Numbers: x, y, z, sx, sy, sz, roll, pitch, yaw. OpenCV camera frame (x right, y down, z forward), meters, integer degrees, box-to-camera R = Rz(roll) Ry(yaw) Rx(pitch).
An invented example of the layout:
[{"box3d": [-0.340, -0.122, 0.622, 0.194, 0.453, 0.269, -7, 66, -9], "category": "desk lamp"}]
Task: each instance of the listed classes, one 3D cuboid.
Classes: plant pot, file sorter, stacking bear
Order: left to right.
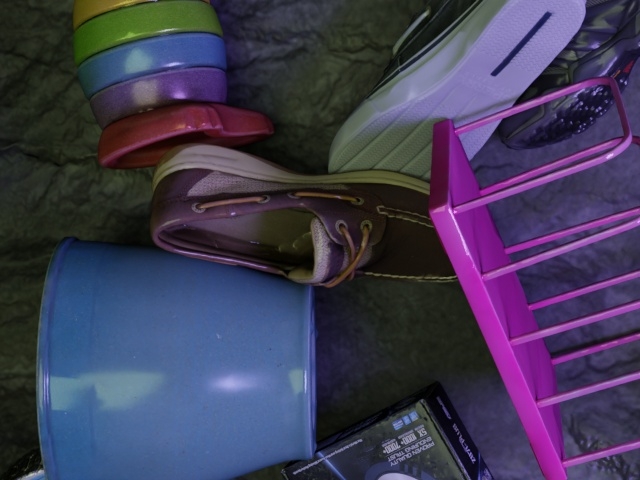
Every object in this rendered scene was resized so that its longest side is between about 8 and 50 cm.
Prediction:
[{"box3d": [-0.175, -0.230, 1.419, 0.164, 0.175, 0.289, -14, 85, 25], "category": "stacking bear"}, {"box3d": [-0.131, 0.130, 1.415, 0.255, 0.271, 0.272, -1, 99, 1], "category": "plant pot"}, {"box3d": [0.236, 0.026, 1.266, 0.182, 0.202, 0.291, -19, 112, 15], "category": "file sorter"}]

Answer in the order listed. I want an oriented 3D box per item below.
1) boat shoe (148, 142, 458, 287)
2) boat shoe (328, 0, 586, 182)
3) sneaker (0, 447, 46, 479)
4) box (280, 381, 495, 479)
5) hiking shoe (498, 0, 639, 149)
[{"box3d": [0.000, 0.000, 1.364, 0.342, 0.123, 0.123, 14, 128, -10], "category": "boat shoe"}, {"box3d": [0.128, -0.168, 1.355, 0.121, 0.119, 0.335, 25, 132, -30], "category": "boat shoe"}, {"box3d": [-0.340, 0.298, 1.604, 0.162, 0.063, 0.073, -38, 104, 22], "category": "sneaker"}, {"box3d": [0.075, 0.255, 1.454, 0.180, 0.077, 0.147, -29, 90, 18], "category": "box"}, {"box3d": [0.245, -0.186, 1.344, 0.227, 0.086, 0.114, -45, 64, 20], "category": "hiking shoe"}]
